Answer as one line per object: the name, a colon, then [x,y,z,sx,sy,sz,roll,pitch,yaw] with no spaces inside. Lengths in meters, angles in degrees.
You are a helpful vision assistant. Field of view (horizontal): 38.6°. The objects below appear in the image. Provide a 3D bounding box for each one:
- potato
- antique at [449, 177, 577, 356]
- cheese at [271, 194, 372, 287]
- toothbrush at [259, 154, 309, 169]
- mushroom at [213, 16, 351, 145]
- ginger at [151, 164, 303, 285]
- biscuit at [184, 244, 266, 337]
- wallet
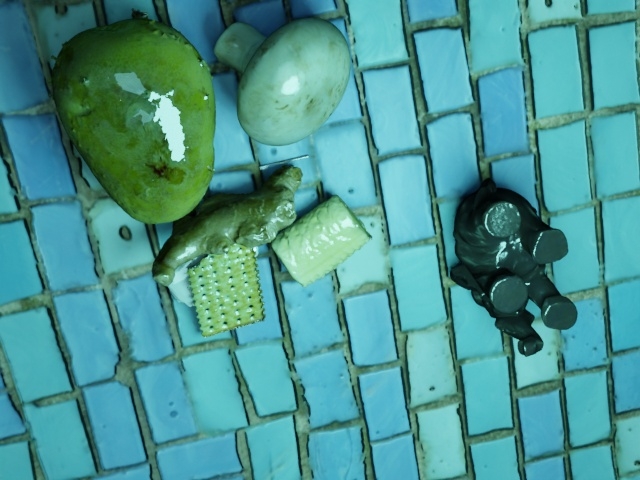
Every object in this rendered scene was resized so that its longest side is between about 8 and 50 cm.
potato: [-0.293,-0.205,1.566,0.269,0.219,0.359,-20,117,6]
antique: [0.357,0.037,1.744,0.185,0.255,0.322,-15,105,-9]
cheese: [0.000,0.000,1.747,0.167,0.094,0.123,-36,120,6]
toothbrush: [-0.068,-0.148,1.731,0.097,0.006,0.008,-14,110,-6]
mushroom: [-0.074,-0.298,1.598,0.243,0.243,0.243,-3,108,-10]
ginger: [-0.168,-0.034,1.680,0.333,0.166,0.080,-28,134,-7]
biscuit: [-0.182,0.089,1.749,0.144,0.016,0.203,-17,121,-13]
wallet: [-0.212,0.046,1.752,0.190,0.033,0.095,-41,108,3]
